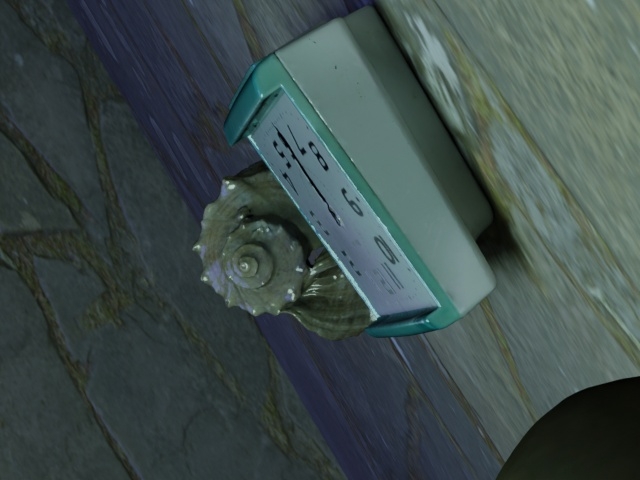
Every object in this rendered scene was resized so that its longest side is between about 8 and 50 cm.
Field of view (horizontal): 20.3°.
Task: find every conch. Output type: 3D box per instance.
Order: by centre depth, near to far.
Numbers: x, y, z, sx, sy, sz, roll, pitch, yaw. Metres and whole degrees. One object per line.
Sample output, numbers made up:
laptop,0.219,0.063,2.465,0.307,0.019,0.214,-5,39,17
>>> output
conch,0.000,0.000,1.564,0.178,0.163,0.245,59,-156,0

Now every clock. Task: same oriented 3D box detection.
clock,0.039,-0.046,1.347,0.231,0.116,0.262,55,172,-1

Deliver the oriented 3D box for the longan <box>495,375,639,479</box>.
longan,0.190,0.180,0.918,0.246,0.215,0.246,-7,-90,-84
